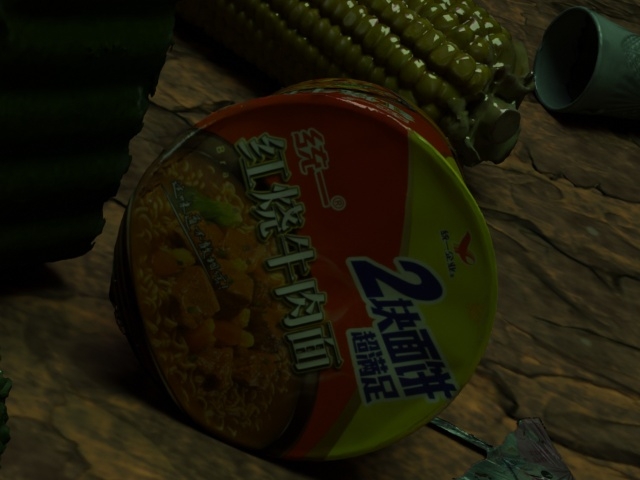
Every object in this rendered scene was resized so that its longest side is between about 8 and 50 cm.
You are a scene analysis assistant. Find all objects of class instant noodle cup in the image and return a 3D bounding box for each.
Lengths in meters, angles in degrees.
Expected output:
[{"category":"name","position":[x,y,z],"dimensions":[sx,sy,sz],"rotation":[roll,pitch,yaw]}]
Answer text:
[{"category":"instant noodle cup","position":[0.000,0.000,1.116],"dimensions":[0.213,0.213,0.174],"rotation":[24,18,-1]}]

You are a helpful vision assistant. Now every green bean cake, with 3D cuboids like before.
[{"category":"green bean cake","position":[-0.218,-0.131,1.106],"dimensions":[0.156,0.247,0.250],"rotation":[-9,41,-47]}]

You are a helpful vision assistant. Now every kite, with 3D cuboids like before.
[{"category":"kite","position":[0.105,0.127,1.169],"dimensions":[0.152,0.005,0.137],"rotation":[33,25,18]}]

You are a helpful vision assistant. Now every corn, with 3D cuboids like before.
[{"category":"corn","position":[-0.005,-0.185,1.512],"dimensions":[0.387,0.144,0.144],"rotation":[36,28,21]}]

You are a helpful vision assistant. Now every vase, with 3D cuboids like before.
[{"category":"vase","position":[0.309,-0.142,1.755],"dimensions":[0.219,0.096,0.096],"rotation":[12,28,-29]}]

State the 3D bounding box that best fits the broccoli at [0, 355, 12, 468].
[{"category":"broccoli","position":[-0.257,0.028,0.850],"dimensions":[0.273,0.180,0.242],"rotation":[16,28,-15]}]
